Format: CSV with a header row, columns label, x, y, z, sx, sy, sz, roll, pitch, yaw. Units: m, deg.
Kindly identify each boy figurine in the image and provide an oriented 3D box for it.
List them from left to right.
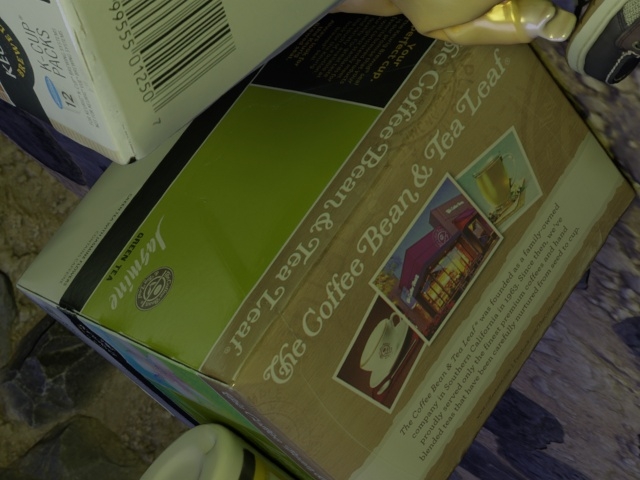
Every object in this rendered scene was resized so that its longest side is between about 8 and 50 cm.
label,x,y,z,sx,sy,sz,roll,pitch,yaw
boy figurine,0.079,-0.181,0.868,0.177,0.092,0.285,41,165,-15

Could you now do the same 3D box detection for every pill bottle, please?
label,x,y,z,sx,sy,sz,roll,pitch,yaw
pill bottle,-0.034,0.237,1.057,0.208,0.119,0.119,40,165,-23

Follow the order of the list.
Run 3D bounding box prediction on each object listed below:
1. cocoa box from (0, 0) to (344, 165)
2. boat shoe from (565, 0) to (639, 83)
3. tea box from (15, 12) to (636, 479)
label,x,y,z,sx,sy,sz,roll,pitch,yaw
cocoa box,-0.131,-0.260,0.703,0.228,0.231,0.347,27,147,37
boat shoe,0.194,-0.133,0.774,0.073,0.080,0.223,40,161,9
tea box,0.000,0.000,1.123,0.323,0.329,0.220,18,157,52
